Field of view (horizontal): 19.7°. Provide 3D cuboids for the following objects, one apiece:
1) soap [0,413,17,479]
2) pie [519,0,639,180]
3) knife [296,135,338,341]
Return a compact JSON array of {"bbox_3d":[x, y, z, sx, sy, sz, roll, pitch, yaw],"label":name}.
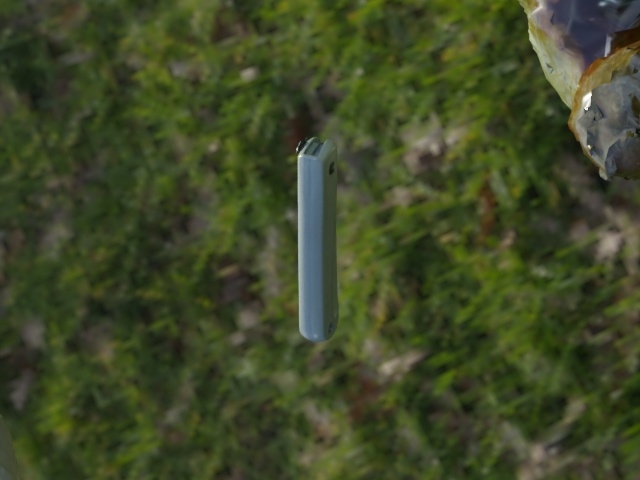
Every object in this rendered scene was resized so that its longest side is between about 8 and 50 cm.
[{"bbox_3d":[-0.116,0.123,0.432,0.064,0.121,0.183,-120,19,-59],"label":"soap"},{"bbox_3d":[0.232,-0.195,1.148,0.180,0.395,0.418,-38,55,29],"label":"pie"},{"bbox_3d":[0.000,0.000,1.228,0.023,0.044,0.162,15,130,19],"label":"knife"}]
